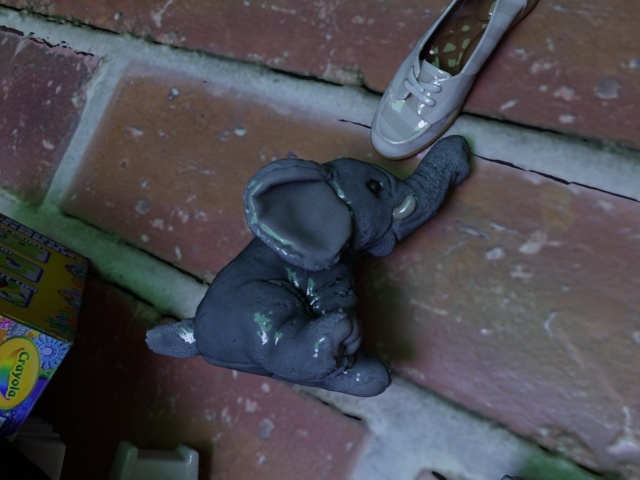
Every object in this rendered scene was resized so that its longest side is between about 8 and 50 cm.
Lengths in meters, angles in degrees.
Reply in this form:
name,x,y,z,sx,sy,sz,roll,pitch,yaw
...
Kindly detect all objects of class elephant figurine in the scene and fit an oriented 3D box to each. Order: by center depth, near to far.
name,x,y,z,sx,sy,sz,roll,pitch,yaw
elephant figurine,0.000,0.000,0.505,0.169,0.186,0.240,-4,68,48

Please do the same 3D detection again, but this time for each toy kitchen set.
name,x,y,z,sx,sy,sz,roll,pitch,yaw
toy kitchen set,-0.233,0.250,0.589,0.207,0.166,0.122,-14,66,59

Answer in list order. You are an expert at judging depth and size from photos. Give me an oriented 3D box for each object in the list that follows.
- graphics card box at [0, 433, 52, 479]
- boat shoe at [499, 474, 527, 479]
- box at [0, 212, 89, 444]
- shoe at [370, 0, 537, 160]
name,x,y,z,sx,sy,sz,roll,pitch,yaw
graphics card box,-0.305,0.334,0.398,0.371,0.233,0.094,-40,19,-9
boat shoe,0.221,0.271,0.354,0.302,0.109,0.094,36,89,24
box,-0.371,0.128,0.542,0.290,0.177,0.279,-58,23,2
shoe,0.114,-0.171,0.543,0.076,0.058,0.219,39,94,27
